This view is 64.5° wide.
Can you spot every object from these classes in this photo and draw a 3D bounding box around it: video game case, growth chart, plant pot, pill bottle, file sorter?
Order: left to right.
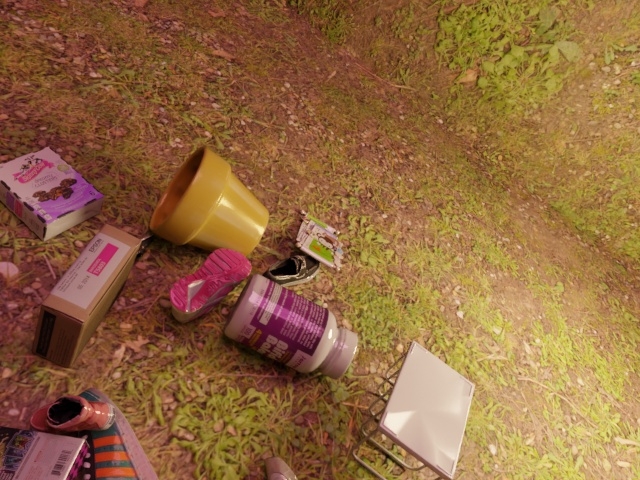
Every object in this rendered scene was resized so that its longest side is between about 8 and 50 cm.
[{"bbox_3d":[-0.515,0.412,0.792,0.210,0.042,0.232,7,44,3],"label":"video game case"},{"bbox_3d":[-0.275,-0.075,1.326,0.239,0.254,0.254,34,39,-26],"label":"plant pot"},{"bbox_3d":[-0.068,0.219,1.236,0.301,0.169,0.169,28,42,-9],"label":"pill bottle"},{"bbox_3d":[0.000,0.000,1.566,0.171,0.021,0.237,27,28,-12],"label":"growth chart"},{"bbox_3d":[0.222,0.431,1.235,0.192,0.173,0.278,37,41,2],"label":"file sorter"}]

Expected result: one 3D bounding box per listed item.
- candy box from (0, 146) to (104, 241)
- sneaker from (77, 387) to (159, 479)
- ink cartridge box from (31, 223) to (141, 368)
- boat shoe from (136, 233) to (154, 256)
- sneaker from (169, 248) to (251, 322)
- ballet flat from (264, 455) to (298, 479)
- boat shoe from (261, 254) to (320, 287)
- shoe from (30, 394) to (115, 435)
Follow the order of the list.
[{"bbox_3d":[-0.657,-0.116,1.215,0.196,0.070,0.165,41,41,4],"label":"candy box"},{"bbox_3d":[-0.382,0.404,0.899,0.121,0.108,0.302,-23,62,-39],"label":"sneaker"},{"bbox_3d":[-0.476,0.111,1.038,0.088,0.193,0.235,28,41,-10],"label":"ink cartridge box"},{"bbox_3d":[-0.457,0.021,1.251,0.042,0.048,0.133,67,30,-15],"label":"boat shoe"},{"bbox_3d":[-0.274,0.110,1.235,0.103,0.111,0.252,47,45,9],"label":"sneaker"},{"bbox_3d":[-0.065,0.521,1.039,0.168,0.057,0.052,50,14,15],"label":"ballet flat"},{"bbox_3d":[-0.072,0.081,1.433,0.219,0.070,0.078,-21,66,-44],"label":"boat shoe"},{"bbox_3d":[-0.454,0.302,0.883,0.081,0.177,0.064,54,32,-55],"label":"shoe"}]
